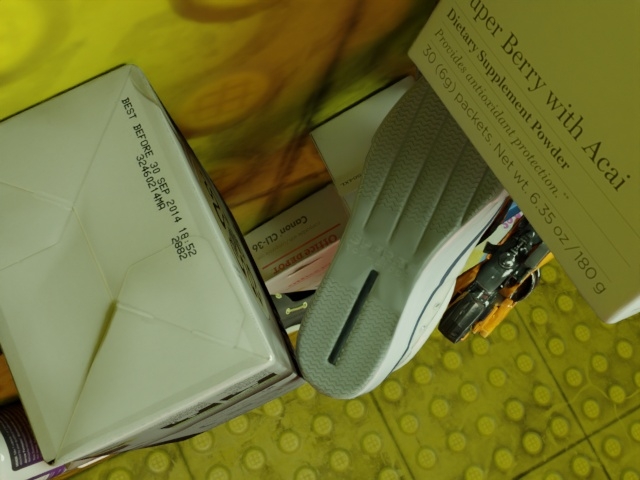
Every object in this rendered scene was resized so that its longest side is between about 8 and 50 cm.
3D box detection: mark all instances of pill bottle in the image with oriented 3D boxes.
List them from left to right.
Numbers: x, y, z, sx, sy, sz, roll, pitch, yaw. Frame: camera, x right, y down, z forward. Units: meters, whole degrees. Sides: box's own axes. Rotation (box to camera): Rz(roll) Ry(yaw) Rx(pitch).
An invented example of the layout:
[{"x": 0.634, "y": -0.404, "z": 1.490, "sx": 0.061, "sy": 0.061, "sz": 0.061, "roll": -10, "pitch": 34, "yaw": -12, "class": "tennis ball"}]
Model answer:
[{"x": -0.389, "y": 0.262, "z": 0.986, "sx": 0.108, "sy": 0.108, "sz": 0.194, "roll": -36, "pitch": 165, "yaw": 37, "class": "pill bottle"}]

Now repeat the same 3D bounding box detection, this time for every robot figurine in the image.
[{"x": 0.186, "y": -0.039, "z": 0.635, "sx": 0.291, "sy": 0.085, "sz": 0.211, "roll": -52, "pitch": 165, "yaw": 16, "class": "robot figurine"}]

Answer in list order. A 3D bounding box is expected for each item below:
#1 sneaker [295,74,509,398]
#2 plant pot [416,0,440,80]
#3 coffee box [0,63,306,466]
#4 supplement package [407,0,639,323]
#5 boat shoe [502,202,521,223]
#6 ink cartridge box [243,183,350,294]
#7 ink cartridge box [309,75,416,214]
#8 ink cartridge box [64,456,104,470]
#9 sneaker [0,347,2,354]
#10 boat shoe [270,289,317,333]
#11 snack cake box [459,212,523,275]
[{"x": 0.066, "y": -0.014, "z": 0.523, "sx": 0.258, "sy": 0.094, "sz": 0.091, "roll": -59, "pitch": 164, "yaw": 12, "class": "sneaker"}, {"x": 0.162, "y": -0.172, "z": 0.504, "sx": 0.236, "sy": 0.032, "sz": 0.236, "roll": -25, "pitch": 168, "yaw": -6, "class": "plant pot"}, {"x": -0.101, "y": 0.038, "z": 0.508, "sx": 0.119, "sy": 0.168, "sz": 0.297, "roll": -25, "pitch": 167, "yaw": -3, "class": "coffee box"}, {"x": 0.205, "y": -0.129, "z": 0.316, "sx": 0.175, "sy": 0.177, "sz": 0.293, "roll": -14, "pitch": 152, "yaw": -35, "class": "supplement package"}, {"x": 0.209, "y": -0.078, "z": 0.878, "sx": 0.258, "sy": 0.089, "sz": 0.109, "roll": -39, "pitch": 165, "yaw": 34, "class": "boat shoe"}, {"x": 0.000, "y": 0.000, "z": 0.803, "sx": 0.115, "sy": 0.067, "sz": 0.198, "roll": -31, "pitch": 169, "yaw": 18, "class": "ink cartridge box"}, {"x": 0.062, "y": -0.060, "z": 0.622, "sx": 0.092, "sy": 0.089, "sz": 0.143, "roll": -29, "pitch": 168, "yaw": 10, "class": "ink cartridge box"}, {"x": -0.197, "y": 0.149, "z": 0.890, "sx": 0.207, "sy": 0.117, "sz": 0.283, "roll": -19, "pitch": 166, "yaw": -32, "class": "ink cartridge box"}, {"x": -0.275, "y": 0.030, "z": 0.333, "sx": 0.124, "sy": 0.107, "sz": 0.283, "roll": -16, "pitch": 170, "yaw": 27, "class": "sneaker"}, {"x": -0.066, "y": 0.096, "z": 1.076, "sx": 0.081, "sy": 0.068, "sz": 0.228, "roll": 9, "pitch": -169, "yaw": 38, "class": "boat shoe"}, {"x": 0.321, "y": -0.017, "z": 1.361, "sx": 0.264, "sy": 0.089, "sz": 0.152, "roll": -32, "pitch": 166, "yaw": 25, "class": "snack cake box"}]
